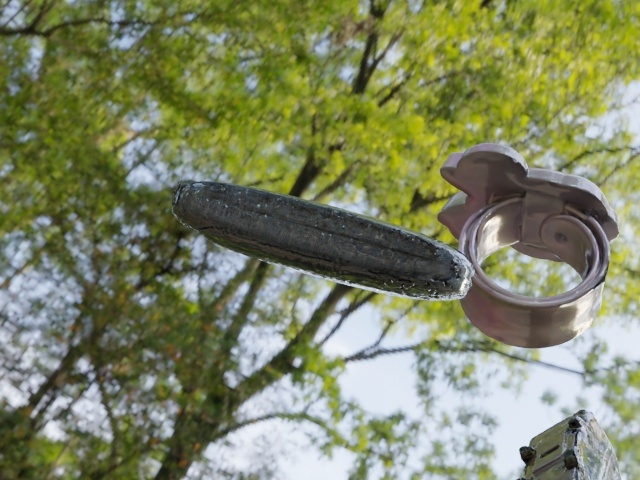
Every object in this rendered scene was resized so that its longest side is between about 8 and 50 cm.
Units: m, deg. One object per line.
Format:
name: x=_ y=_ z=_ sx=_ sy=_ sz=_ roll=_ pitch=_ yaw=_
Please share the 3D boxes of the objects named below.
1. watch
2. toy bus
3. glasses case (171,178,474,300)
watch: x=0.256 y=0.012 z=1.438 sx=0.249 sy=0.217 sz=0.210 roll=12 pitch=-36 yaw=14
toy bus: x=0.344 y=0.338 z=1.506 sx=0.112 sy=0.317 sz=0.138 roll=-35 pitch=-91 yaw=19
glasses case: x=0.000 y=0.000 z=0.991 sx=0.283 sy=0.067 sz=0.109 roll=17 pitch=-7 yaw=11
